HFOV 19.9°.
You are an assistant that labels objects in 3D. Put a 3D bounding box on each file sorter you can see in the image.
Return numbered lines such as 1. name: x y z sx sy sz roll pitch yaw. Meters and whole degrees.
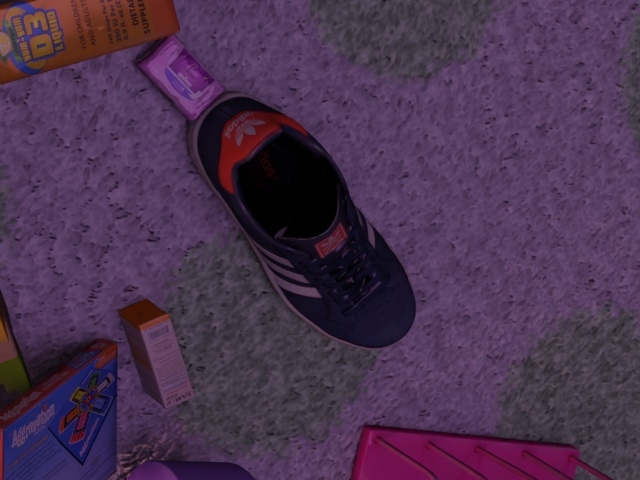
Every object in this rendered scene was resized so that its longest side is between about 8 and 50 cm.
1. file sorter: 0.191 0.342 2.052 0.290 0.182 0.202 8 99 -27

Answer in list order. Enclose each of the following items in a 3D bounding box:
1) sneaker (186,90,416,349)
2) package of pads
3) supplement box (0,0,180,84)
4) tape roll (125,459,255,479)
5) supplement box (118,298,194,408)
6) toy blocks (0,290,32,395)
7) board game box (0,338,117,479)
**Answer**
1. sneaker: 0.000 0.000 1.886 0.131 0.148 0.350 -47 118 -8
2. package of pads: -0.142 -0.166 1.832 0.050 0.032 0.083 -46 107 -7
3. supplement box: -0.259 -0.205 1.746 0.233 0.080 0.078 -19 109 -18
4. tape roll: -0.135 0.361 1.845 0.090 0.275 0.275 6 101 -27
5. supplement box: -0.169 0.117 1.885 0.036 0.062 0.098 -24 113 -20
6. toy blocks: -0.449 0.011 1.672 0.261 0.191 0.381 -18 121 -7
7. board game box: -0.259 0.203 1.768 0.027 0.281 0.145 7 105 14
